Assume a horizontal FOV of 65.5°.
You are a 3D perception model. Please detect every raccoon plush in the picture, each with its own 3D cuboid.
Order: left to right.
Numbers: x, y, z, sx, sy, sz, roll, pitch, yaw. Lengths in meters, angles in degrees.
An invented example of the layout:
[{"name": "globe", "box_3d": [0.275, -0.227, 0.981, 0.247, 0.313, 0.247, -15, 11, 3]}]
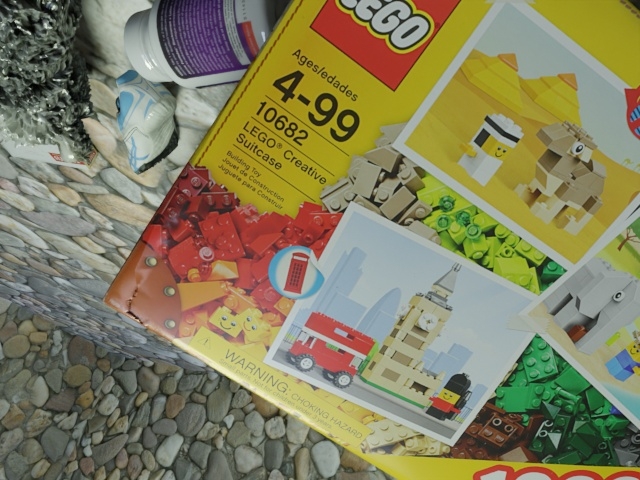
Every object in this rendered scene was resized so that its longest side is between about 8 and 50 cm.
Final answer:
[{"name": "raccoon plush", "box_3d": [-0.271, -0.214, 0.536, 0.447, 0.215, 0.299, 2, 165, 25]}]

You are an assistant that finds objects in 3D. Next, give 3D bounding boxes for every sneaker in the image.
[{"name": "sneaker", "box_3d": [-0.271, -0.175, 0.767, 0.086, 0.085, 0.237, 47, 153, -1]}]

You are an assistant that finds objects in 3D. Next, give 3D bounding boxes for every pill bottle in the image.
[{"name": "pill bottle", "box_3d": [-0.114, -0.224, 0.539, 0.194, 0.108, 0.108, 1, 149, 27]}]

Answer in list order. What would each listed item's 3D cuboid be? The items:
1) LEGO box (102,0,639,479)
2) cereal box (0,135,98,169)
[{"name": "LEGO box", "box_3d": [0.148, 0.014, 0.445, 0.501, 0.372, 0.193, 34, -165, -10]}, {"name": "cereal box", "box_3d": [-0.510, -0.217, 0.839, 0.173, 0.047, 0.240, 11, 153, 11]}]
